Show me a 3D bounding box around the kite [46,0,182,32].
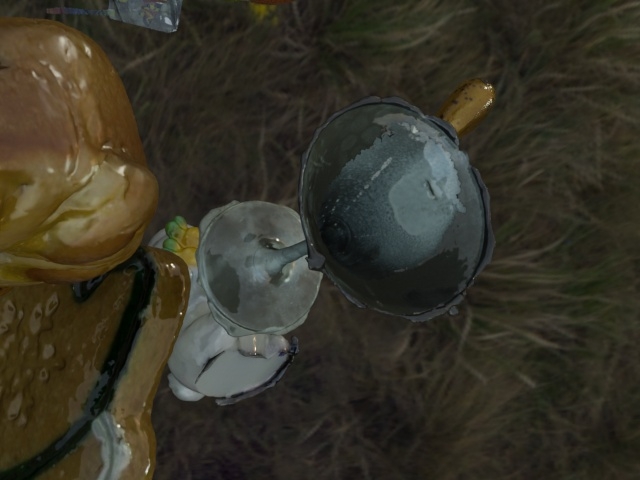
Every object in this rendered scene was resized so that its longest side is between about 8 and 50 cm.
[{"bbox_3d":[-0.364,-0.434,1.865,0.245,0.015,0.141,1,122,-2],"label":"kite"}]

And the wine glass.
[{"bbox_3d":[0.000,0.000,0.779,0.156,0.232,0.156,7,75,-27],"label":"wine glass"}]

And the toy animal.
[{"bbox_3d":[-0.181,0.092,1.600,0.183,0.247,0.310,-11,49,-33],"label":"toy animal"}]

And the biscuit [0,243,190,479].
[{"bbox_3d":[-0.230,0.107,0.934,0.057,0.287,0.343,27,37,-47],"label":"biscuit"}]

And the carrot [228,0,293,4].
[{"bbox_3d":[-0.038,-0.326,0.997,0.331,0.193,0.214,-28,76,22],"label":"carrot"}]

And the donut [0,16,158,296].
[{"bbox_3d":[-0.258,-0.040,0.694,0.299,0.317,0.150,3,78,-60],"label":"donut"}]

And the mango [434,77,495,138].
[{"bbox_3d":[0.189,-0.172,1.432,0.114,0.079,0.057,-43,84,-4],"label":"mango"}]
